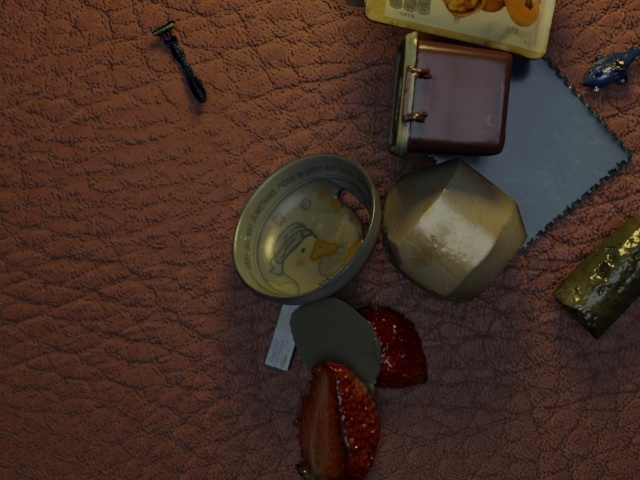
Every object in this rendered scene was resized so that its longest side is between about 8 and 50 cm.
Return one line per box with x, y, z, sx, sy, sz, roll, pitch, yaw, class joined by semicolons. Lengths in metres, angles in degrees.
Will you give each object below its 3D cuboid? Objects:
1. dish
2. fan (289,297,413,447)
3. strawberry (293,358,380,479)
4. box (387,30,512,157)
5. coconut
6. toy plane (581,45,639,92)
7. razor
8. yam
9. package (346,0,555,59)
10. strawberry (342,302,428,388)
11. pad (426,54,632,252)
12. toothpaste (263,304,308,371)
0.000;0.000;1.853;0.273;0.134;0.273;-16;56;26;dish
0.068;0.228;1.851;0.182;0.010;0.310;-28;100;42;fan
0.043;0.317;1.857;0.175;0.107;0.236;57;140;35;strawberry
0.200;-0.219;1.747;0.168;0.294;0.193;7;96;0;box
0.204;-0.019;1.789;0.241;0.241;0.241;0;91;6;coconut
0.509;-0.306;1.842;0.167;0.054;0.062;-31;62;6;toy plane
-0.237;-0.307;1.922;0.044;0.028;0.154;-30;87;5;razor
0.485;0.059;1.821;0.107;0.107;0.194;44;93;3;yam
0.205;-0.416;1.757;0.311;0.165;0.221;9;91;-18;package
0.102;0.194;1.880;0.187;0.082;0.146;35;103;1;strawberry
0.347;-0.156;1.876;0.269;0.012;0.269;-42;87;5;pad
-0.054;0.143;1.909;0.046;0.034;0.164;17;92;5;toothpaste
